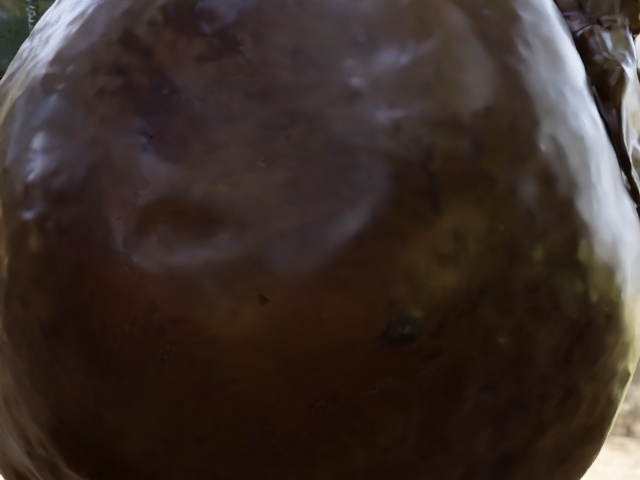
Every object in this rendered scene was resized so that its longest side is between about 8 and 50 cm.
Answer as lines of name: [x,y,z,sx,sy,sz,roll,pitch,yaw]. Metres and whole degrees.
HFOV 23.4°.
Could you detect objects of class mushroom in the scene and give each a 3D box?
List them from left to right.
mushroom: [0.007,-0.007,0.553,0.283,0.263,0.195,-31,-9,-20]

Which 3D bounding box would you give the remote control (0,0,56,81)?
remote control: [-0.077,-0.100,0.818,0.222,0.072,0.042,2,-16,-32]
